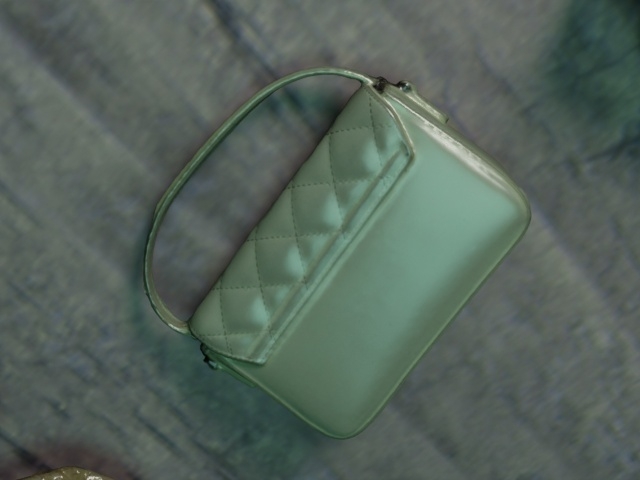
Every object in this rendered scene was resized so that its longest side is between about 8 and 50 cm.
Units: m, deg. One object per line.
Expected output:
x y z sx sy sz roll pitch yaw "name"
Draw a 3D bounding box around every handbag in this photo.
0.000 0.000 0.581 0.219 0.079 0.256 35 106 -8 "handbag"

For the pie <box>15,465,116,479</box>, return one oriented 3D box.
-0.229 0.264 0.667 0.163 0.079 0.193 25 114 -6 "pie"
